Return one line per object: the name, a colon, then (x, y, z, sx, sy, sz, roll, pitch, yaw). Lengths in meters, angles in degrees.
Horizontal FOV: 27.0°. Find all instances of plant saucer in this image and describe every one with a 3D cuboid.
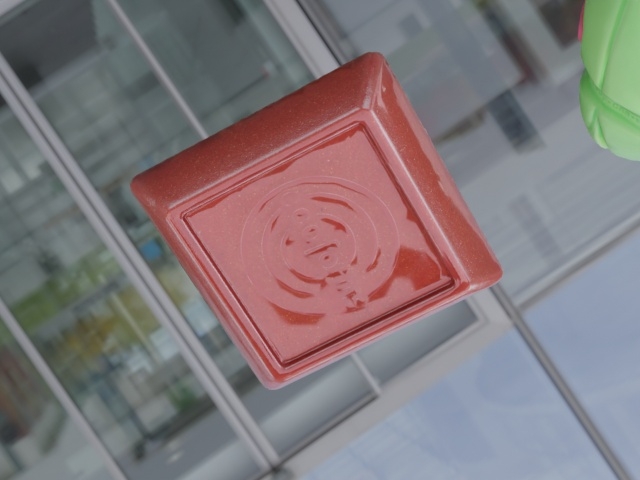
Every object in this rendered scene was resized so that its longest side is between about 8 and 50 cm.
plant saucer: (0.000, 0.000, 1.198, 0.259, 0.258, 0.047, -27, -156, 11)

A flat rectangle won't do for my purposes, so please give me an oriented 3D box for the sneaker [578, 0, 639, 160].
sneaker: (0.344, -0.176, 0.743, 0.483, 0.202, 0.185, -44, 148, -21)
